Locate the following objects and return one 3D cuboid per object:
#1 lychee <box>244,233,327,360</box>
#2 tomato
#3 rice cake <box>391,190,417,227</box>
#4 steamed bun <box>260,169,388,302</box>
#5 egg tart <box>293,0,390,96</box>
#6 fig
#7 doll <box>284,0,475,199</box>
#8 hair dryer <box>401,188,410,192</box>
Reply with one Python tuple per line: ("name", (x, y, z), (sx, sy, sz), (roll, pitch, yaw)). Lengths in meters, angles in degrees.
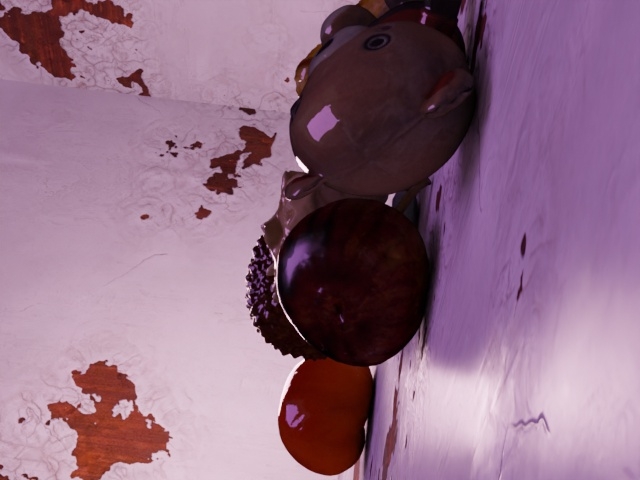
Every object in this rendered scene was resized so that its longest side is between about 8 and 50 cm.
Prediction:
("lychee", (0.000, 0.073, 1.867), (0.304, 0.276, 0.275), (-36, -32, -35))
("tomato", (0.010, 0.341, 2.066), (0.260, 0.180, 0.259), (9, -90, -82))
("rice cake", (0.112, 0.043, 1.510), (0.080, 0.042, 0.221), (72, -156, -80))
("steamed bun", (0.000, 0.000, 1.483), (0.292, 0.137, 0.295), (43, -123, -58))
("egg tart", (0.082, -0.314, 1.631), (0.295, 0.116, 0.295), (-43, 11, 11))
("fig", (0.049, 0.032, 1.301), (0.249, 0.186, 0.203), (-65, -36, -66))
("doll", (0.070, -0.159, 1.091), (0.174, 0.235, 0.330), (51, -151, -19))
("hair dryer", (0.130, -0.137, 1.464), (0.229, 0.092, 0.267), (-100, 2, -70))
